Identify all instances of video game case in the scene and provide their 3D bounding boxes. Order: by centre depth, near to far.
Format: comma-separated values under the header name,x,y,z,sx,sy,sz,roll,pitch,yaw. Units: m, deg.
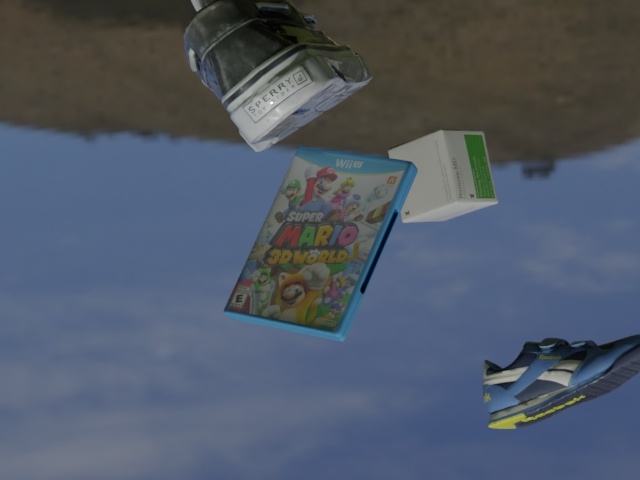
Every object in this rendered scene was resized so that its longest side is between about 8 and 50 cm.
name,x,y,z,sx,sy,sz,roll,pitch,yaw
video game case,0.000,0.000,1.557,0.119,0.015,0.166,9,-115,34

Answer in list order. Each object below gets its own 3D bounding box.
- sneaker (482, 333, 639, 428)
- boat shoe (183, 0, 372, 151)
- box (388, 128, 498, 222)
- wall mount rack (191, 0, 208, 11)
name,x,y,z,sx,sy,sz,roll,pitch,yaw
sneaker,0.186,0.096,1.424,0.144,0.059,0.053,-23,158,18
boat shoe,-0.037,-0.150,1.501,0.121,0.119,0.335,-34,180,2
box,0.156,-0.083,2.378,0.087,0.101,0.102,-2,168,-44
wall mount rack,-0.149,-0.359,1.603,0.130,0.350,0.304,-13,178,-26
